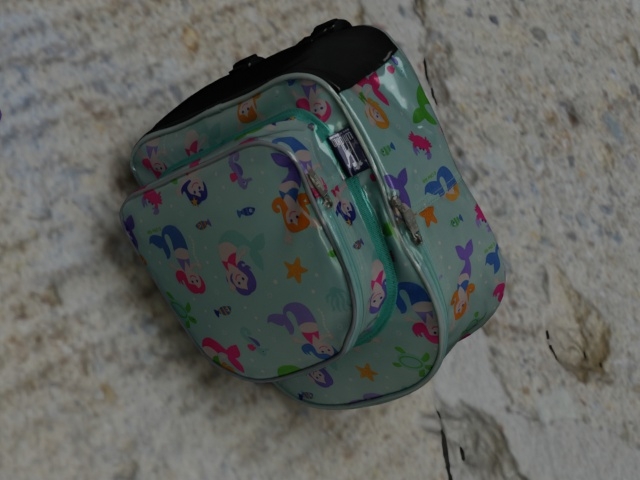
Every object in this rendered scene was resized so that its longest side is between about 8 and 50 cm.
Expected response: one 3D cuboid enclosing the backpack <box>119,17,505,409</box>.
[{"bbox_3d":[0.000,0.000,1.362,0.253,0.225,0.191,57,44,-15],"label":"backpack"}]
